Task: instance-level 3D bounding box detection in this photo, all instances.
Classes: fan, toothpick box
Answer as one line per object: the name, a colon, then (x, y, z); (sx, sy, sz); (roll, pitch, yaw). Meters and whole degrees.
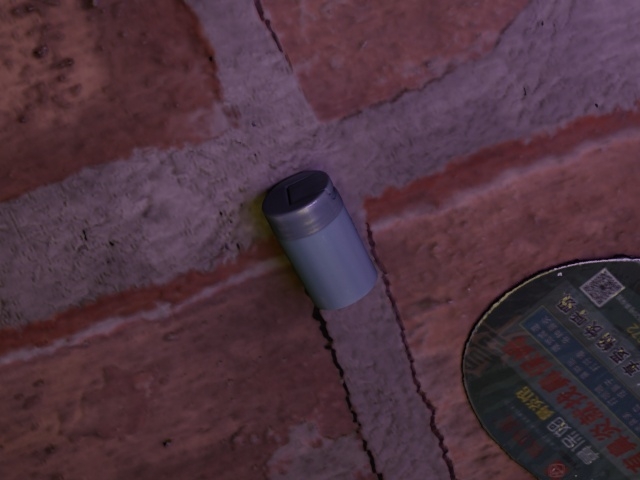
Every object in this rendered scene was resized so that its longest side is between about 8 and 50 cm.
fan: (0.223, 0.067, 1.251); (0.223, 0.012, 0.294); (15, 114, -12)
toothpick box: (0.000, 0.000, 1.164); (0.052, 0.052, 0.083); (-24, 119, 6)
